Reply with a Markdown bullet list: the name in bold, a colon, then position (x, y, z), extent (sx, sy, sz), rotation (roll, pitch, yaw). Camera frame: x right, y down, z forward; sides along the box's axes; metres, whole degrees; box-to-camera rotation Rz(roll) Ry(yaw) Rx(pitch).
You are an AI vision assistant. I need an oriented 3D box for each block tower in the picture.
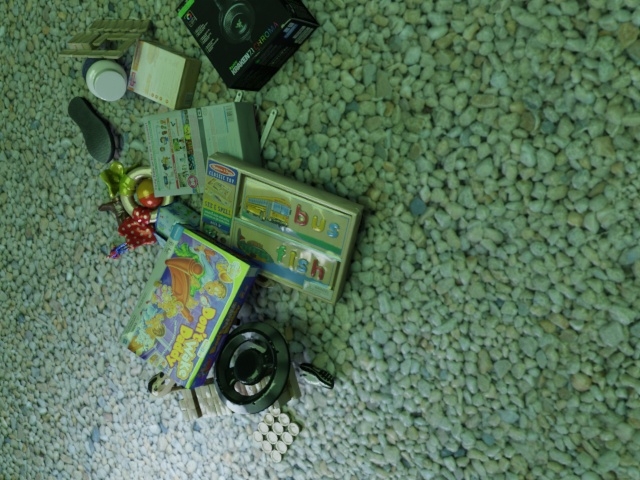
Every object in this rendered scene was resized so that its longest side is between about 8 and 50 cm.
- **block tower**: position (-0.220, 0.403, 1.811), extent (0.335, 0.097, 0.091), rotation (-16, 91, 28)

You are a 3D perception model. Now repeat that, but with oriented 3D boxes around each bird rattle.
- **bird rattle**: position (-0.511, -0.115, 1.962), extent (0.207, 0.143, 0.253), rotation (-22, 88, 16)

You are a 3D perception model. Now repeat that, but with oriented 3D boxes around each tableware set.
- **tableware set**: position (-0.171, 0.036, 1.830), extent (0.128, 0.039, 0.194), rotation (-22, 86, 31)

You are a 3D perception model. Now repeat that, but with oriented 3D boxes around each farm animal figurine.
- **farm animal figurine**: position (-0.372, 0.254, 1.858), extent (0.327, 0.172, 0.330), rotation (-10, 77, 30)

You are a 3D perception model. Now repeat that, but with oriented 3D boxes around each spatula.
- **spatula**: position (-0.212, -0.263, 1.821), extent (0.168, 0.019, 0.242), rotation (33, 113, 23)

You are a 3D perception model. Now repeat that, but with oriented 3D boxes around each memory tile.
- **memory tile**: position (-0.122, 0.529, 1.892), extent (0.113, 0.012, 0.148), rotation (40, 116, 20)

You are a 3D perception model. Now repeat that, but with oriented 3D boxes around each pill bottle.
- **pill bottle**: position (-0.603, -0.458, 1.923), extent (0.186, 0.112, 0.112), rotation (49, 124, 53)

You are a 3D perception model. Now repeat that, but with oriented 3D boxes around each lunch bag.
- **lunch bag**: position (-0.398, -0.016, 1.930), extent (0.129, 0.096, 0.151), rotation (35, 128, 21)

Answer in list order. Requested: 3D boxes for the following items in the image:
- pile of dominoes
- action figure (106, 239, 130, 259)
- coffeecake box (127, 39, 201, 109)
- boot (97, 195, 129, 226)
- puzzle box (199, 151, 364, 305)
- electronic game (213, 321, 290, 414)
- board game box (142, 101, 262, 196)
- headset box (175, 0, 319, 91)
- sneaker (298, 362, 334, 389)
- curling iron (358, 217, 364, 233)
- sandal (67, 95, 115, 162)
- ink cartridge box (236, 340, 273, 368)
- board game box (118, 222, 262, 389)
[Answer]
- **pile of dominoes**: position (-0.597, -0.558, 1.932), extent (0.251, 0.196, 0.040), rotation (10, 140, 28)
- **action figure**: position (-0.619, 0.031, 2.101), extent (0.115, 0.030, 0.038), rotation (-28, 88, 33)
- **coffeecake box**: position (-0.433, -0.457, 1.892), extent (0.185, 0.068, 0.142), rotation (27, 111, 24)
- **boot**: position (-0.621, -0.066, 2.085), extent (0.106, 0.037, 0.114), rotation (-23, 90, 33)
- **puzzle box**: position (-0.110, -0.031, 1.704), extent (0.409, 0.052, 0.272), rotation (21, 121, 16)
- **electronic game**: position (-0.173, 0.315, 1.706), extent (0.229, 0.048, 0.229), rotation (-11, 68, 28)
- **board game box**: position (-0.311, -0.237, 1.813), extent (0.303, 0.097, 0.224), rotation (-2, 100, 27)
- **headset box**: position (-0.189, -0.558, 1.697), extent (0.246, 0.131, 0.283), rotation (-40, 77, 28)
- **sneaker**: position (-0.009, 0.360, 1.790), extent (0.109, 0.040, 0.043), rotation (26, 126, 29)
- **curling iron**: position (0.000, 0.000, 1.727), extent (0.274, 0.035, 0.068), rotation (-31, 75, 30)
- **sandal**: position (-0.678, -0.339, 2.072), extent (0.097, 0.054, 0.254), rotation (-43, 66, 21)
- **ink cartridge box**: position (-0.177, 0.356, 1.869), extent (0.104, 0.060, 0.180), rotation (22, 108, 25)
- **board game box**: position (-0.330, 0.162, 1.731), extent (0.233, 0.078, 0.347), rotation (28, 96, 17)
